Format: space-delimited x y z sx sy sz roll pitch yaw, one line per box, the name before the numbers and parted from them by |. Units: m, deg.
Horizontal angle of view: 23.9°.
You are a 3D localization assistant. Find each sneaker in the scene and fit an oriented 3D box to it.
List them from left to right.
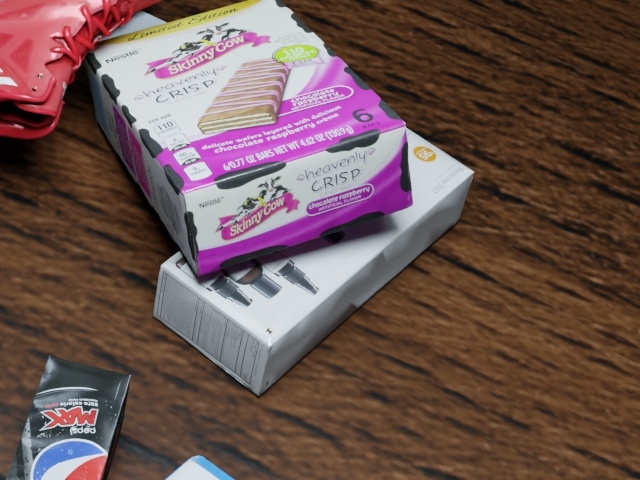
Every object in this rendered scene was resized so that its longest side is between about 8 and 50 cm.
sneaker | -0.169 -0.136 1.057 0.221 0.087 0.128 -22 61 -5

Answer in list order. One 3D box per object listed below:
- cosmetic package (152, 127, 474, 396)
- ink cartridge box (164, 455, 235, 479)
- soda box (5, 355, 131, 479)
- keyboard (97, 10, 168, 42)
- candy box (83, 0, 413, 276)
cosmetic package | 0.000 0.000 1.065 0.099 0.060 0.239 36 49 17
ink cartridge box | -0.046 0.227 0.745 0.148 0.203 0.086 33 46 16
soda box | -0.157 0.152 0.883 0.053 0.060 0.169 14 46 -3
keyboard | -0.138 -0.150 1.205 0.256 0.014 0.072 26 52 10
candy box | -0.057 -0.083 1.060 0.159 0.071 0.233 -19 36 -17
